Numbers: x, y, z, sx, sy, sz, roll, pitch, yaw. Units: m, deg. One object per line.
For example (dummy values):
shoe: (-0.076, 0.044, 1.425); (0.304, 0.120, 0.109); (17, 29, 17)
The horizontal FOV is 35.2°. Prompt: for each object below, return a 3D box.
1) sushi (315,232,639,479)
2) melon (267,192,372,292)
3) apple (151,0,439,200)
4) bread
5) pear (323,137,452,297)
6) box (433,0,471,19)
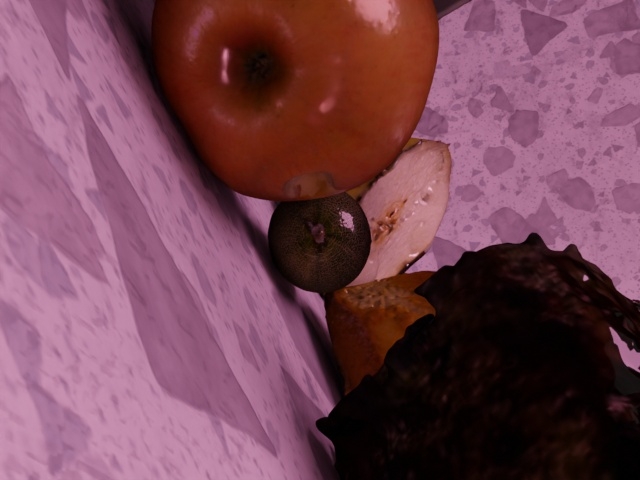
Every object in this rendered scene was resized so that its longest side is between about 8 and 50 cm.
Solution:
sushi: (0.173, 0.196, 0.692); (0.299, 0.281, 0.294); (51, 6, -41)
melon: (0.000, 0.000, 0.947); (0.162, 0.099, 0.099); (68, -3, -82)
apple: (-0.025, -0.146, 0.809); (0.242, 0.242, 0.241); (64, 17, -3)
bread: (0.103, 0.150, 1.004); (0.268, 0.146, 0.268); (-22, 90, -87)
pear: (0.036, -0.054, 1.252); (0.178, 0.267, 0.267); (39, -8, 27)
box: (-0.001, -0.348, 0.843); (0.396, 0.111, 0.396); (36, -30, -20)
